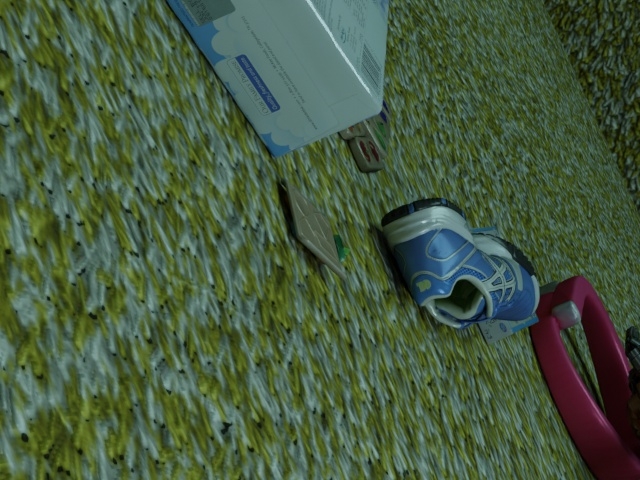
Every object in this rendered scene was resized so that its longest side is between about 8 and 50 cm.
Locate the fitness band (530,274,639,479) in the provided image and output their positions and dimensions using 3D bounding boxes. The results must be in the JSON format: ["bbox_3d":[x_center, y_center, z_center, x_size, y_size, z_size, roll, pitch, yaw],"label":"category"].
[{"bbox_3d":[0.290,0.145,1.926,0.209,0.054,0.291,64,16,-5],"label":"fitness band"}]

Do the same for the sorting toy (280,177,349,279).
[{"bbox_3d":[0.000,0.000,1.237,0.083,0.012,0.062,44,20,-46],"label":"sorting toy"}]

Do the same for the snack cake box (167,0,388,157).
[{"bbox_3d":[-0.023,-0.202,1.289,0.152,0.089,0.264,55,24,-30],"label":"snack cake box"}]

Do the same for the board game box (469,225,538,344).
[{"bbox_3d":[0.159,0.039,1.696,0.103,0.026,0.154,66,15,5],"label":"board game box"}]

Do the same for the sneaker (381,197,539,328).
[{"bbox_3d":[0.116,0.038,1.475,0.211,0.080,0.081,27,46,-52],"label":"sneaker"}]

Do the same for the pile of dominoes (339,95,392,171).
[{"bbox_3d":[0.009,-0.179,1.509,0.251,0.040,0.196,58,16,-21],"label":"pile of dominoes"}]

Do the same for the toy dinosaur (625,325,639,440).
[{"bbox_3d":[0.374,0.196,1.862,0.218,0.164,0.322,51,35,-6],"label":"toy dinosaur"}]
